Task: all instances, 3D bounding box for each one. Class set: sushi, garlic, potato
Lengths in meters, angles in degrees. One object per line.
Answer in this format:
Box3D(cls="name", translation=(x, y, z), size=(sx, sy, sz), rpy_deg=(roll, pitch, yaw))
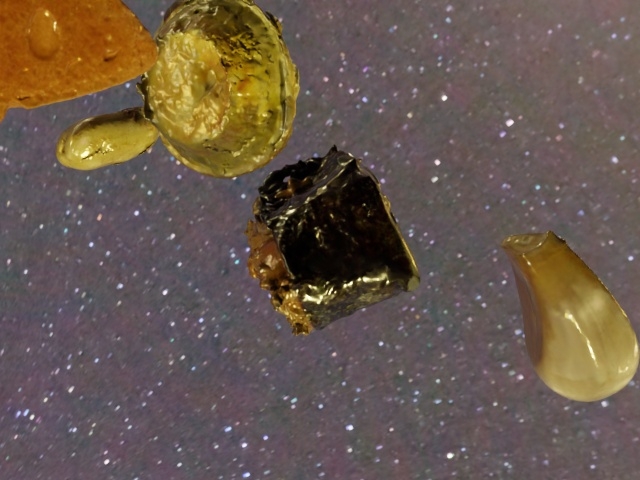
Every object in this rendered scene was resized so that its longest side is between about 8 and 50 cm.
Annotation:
Box3D(cls="sushi", translation=(0.000, 0.000, 1.051), size=(0.208, 0.348, 0.234), rpy_deg=(-26, -96, -3))
Box3D(cls="garlic", translation=(0.326, 0.116, 1.002), size=(0.112, 0.143, 0.318), rpy_deg=(-39, -60, -24))
Box3D(cls="potato", translation=(-0.324, -0.158, 1.186), size=(0.170, 0.107, 0.080), rpy_deg=(-20, -99, -42))

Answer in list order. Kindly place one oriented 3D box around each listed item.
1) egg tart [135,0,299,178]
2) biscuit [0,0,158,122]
Box3D(cls="egg tart", translation=(-0.121, -0.167, 0.835), size=(0.212, 0.212, 0.090), rpy_deg=(53, -151, 5))
Box3D(cls="biscuit", translation=(-0.241, -0.150, 0.503), size=(0.280, 0.183, 0.043), rpy_deg=(-2, -152, -39))
